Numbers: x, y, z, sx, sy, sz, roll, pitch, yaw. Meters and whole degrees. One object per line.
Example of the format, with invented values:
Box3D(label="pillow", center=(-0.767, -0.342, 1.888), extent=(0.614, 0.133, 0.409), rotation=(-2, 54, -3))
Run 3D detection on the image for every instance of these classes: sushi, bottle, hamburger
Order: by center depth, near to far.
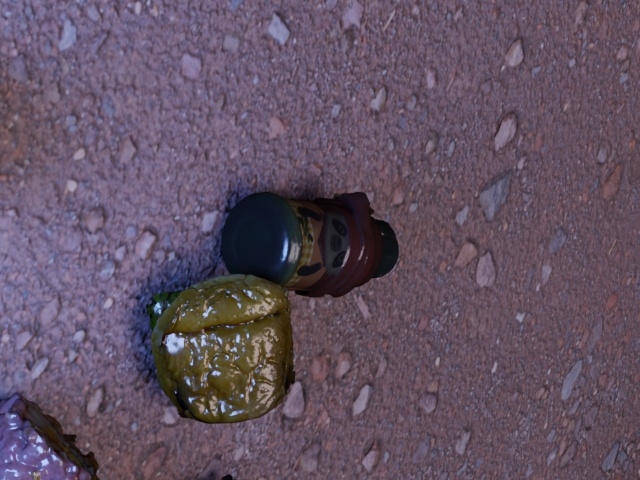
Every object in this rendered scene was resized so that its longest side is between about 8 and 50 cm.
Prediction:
Box3D(label="sushi", center=(-0.314, 0.308, 1.491), extent=(0.171, 0.236, 0.270), rotation=(-42, 122, -11))
Box3D(label="hamburger", center=(-0.121, 0.144, 1.686), extent=(0.183, 0.130, 0.206), rotation=(-10, 120, -6))
Box3D(label="bottle", center=(0.000, 0.000, 1.810), extent=(0.271, 0.143, 0.156), rotation=(3, 130, -49))

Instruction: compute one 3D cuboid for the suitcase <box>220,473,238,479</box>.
Box3D(label="suitcase", center=(-0.136, 0.455, 1.808), extent=(0.235, 0.194, 0.143), rotation=(-44, 150, -29))
